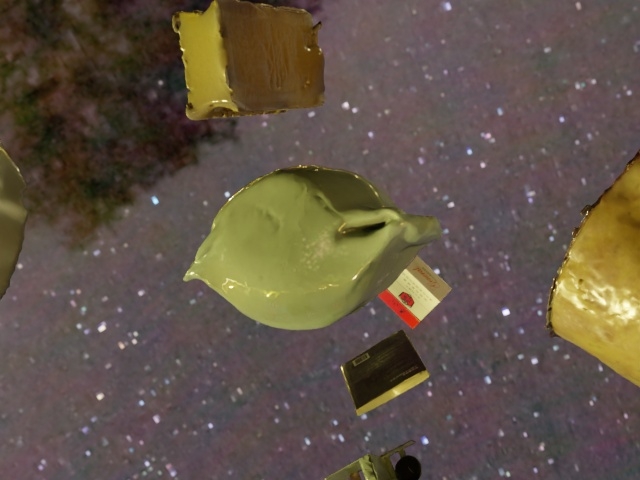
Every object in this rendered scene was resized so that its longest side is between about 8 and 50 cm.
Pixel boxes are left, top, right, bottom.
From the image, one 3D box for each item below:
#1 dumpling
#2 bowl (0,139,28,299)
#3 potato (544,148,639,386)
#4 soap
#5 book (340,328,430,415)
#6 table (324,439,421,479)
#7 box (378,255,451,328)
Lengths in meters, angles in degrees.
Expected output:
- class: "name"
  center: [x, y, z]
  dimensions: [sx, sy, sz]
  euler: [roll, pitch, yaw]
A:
- class: "dumpling"
  center: [-0.005, -0.008, 1.254]
  dimensions: [0.321, 0.212, 0.270]
  euler: [24, -132, 22]
- class: "bowl"
  center: [-0.297, -0.004, 0.552]
  dimensions: [0.211, 0.112, 0.211]
  euler: [-13, -120, 24]
- class: "potato"
  center: [0.455, 0.060, 1.090]
  dimensions: [0.301, 0.288, 0.237]
  euler: [-41, -130, -11]
- class: "soap"
  center: [-0.082, -0.228, 1.163]
  dimensions: [0.076, 0.135, 0.233]
  euler: [-5, -174, 32]
- class: "book"
  center: [0.124, 0.259, 1.820]
  dimensions: [0.160, 0.024, 0.228]
  euler: [-30, -165, 1]
- class: "table"
  center: [0.112, 0.453, 1.616]
  dimensions: [0.175, 0.062, 0.146]
  euler: [-34, -125, 18]
- class: "box"
  center: [0.176, 0.097, 1.734]
  dimensions: [0.048, 0.100, 0.152]
  euler: [-39, 170, -29]
